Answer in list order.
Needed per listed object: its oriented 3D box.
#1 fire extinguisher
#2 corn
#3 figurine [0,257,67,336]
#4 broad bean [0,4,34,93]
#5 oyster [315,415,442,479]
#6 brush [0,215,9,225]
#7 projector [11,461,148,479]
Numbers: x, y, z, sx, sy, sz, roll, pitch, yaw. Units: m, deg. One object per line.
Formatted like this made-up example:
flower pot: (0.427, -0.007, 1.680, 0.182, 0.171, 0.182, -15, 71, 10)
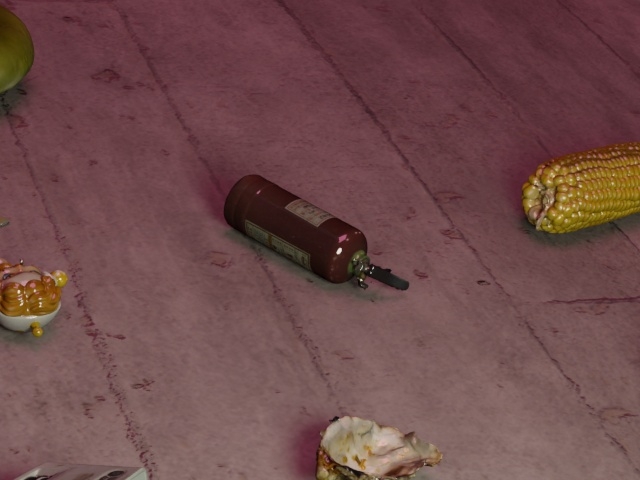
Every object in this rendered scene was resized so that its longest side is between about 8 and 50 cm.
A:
fire extinguisher: (0.000, 0.000, 2.105, 0.231, 0.071, 0.099, 28, 5, 29)
corn: (0.372, -0.076, 2.325, 0.310, 0.101, 0.101, -16, 38, -37)
figurine: (-0.328, 0.053, 1.903, 0.143, 0.068, 0.101, 15, 22, 35)
broad bean: (-0.498, -0.245, 2.327, 0.238, 0.119, 0.291, 16, 28, 12)
oyster: (0.044, 0.212, 1.741, 0.148, 0.051, 0.103, 5, 22, -42)
brush: (-0.396, -0.038, 2.094, 0.084, 0.013, 0.016, 28, 31, 26)
projector: (-0.230, 0.243, 1.546, 0.115, 0.061, 0.147, 1, 14, 29)
